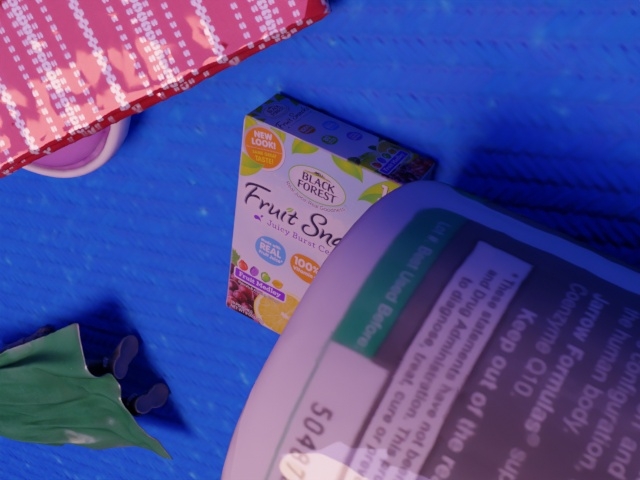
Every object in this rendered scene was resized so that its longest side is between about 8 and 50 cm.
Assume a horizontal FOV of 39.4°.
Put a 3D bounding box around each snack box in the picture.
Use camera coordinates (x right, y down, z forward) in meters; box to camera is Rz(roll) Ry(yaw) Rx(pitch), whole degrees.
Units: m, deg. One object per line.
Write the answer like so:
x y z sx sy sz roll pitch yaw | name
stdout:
0.000 0.000 0.510 0.100 0.037 0.141 25 131 17 | snack box

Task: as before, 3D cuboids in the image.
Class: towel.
-0.154 -0.148 0.457 0.275 0.031 0.198 -21 107 18 | towel

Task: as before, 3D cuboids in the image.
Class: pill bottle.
0.157 0.132 0.375 0.361 0.204 0.204 26 132 19 | pill bottle

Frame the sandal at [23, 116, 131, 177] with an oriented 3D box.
-0.297 -0.174 0.552 0.416 0.102 0.169 41 135 4 | sandal

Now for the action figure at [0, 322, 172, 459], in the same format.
-0.232 0.122 0.740 0.232 0.063 0.137 -9 116 34 | action figure
